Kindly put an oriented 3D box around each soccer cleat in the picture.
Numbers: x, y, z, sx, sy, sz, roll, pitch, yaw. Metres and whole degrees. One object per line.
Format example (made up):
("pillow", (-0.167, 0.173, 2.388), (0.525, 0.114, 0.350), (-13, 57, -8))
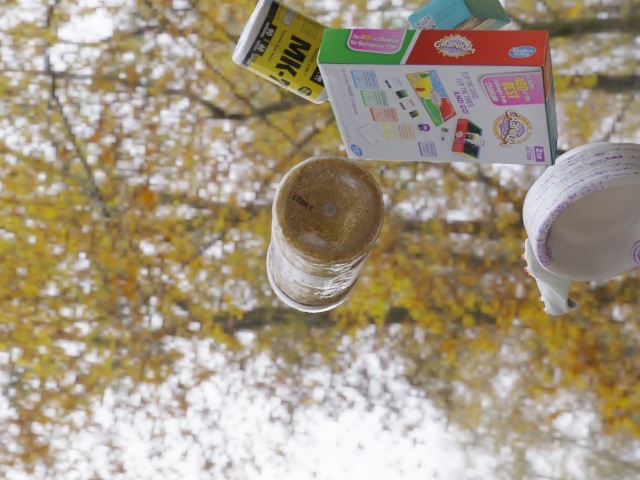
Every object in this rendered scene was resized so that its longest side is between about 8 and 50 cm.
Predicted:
("soccer cleat", (0.464, 0.069, 2.720), (0.196, 0.076, 0.068), (63, -151, -31))

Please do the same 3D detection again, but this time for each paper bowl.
("paper bowl", (0.511, -0.068, 2.462), (0.284, 0.284, 0.148), (56, -163, -46))

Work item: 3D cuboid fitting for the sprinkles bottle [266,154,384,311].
("sprinkles bottle", (0.000, 0.000, 1.568), (0.355, 0.121, 0.121), (105, 177, -78))

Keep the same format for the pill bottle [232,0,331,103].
("pill bottle", (-0.023, -0.291, 2.137), (0.209, 0.119, 0.119), (25, -114, -10))

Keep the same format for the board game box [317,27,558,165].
("board game box", (0.175, -0.203, 1.937), (0.242, 0.317, 0.064), (70, -152, -56))

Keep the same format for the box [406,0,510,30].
("box", (0.240, -0.377, 2.299), (0.060, 0.101, 0.244), (61, -156, 6))
